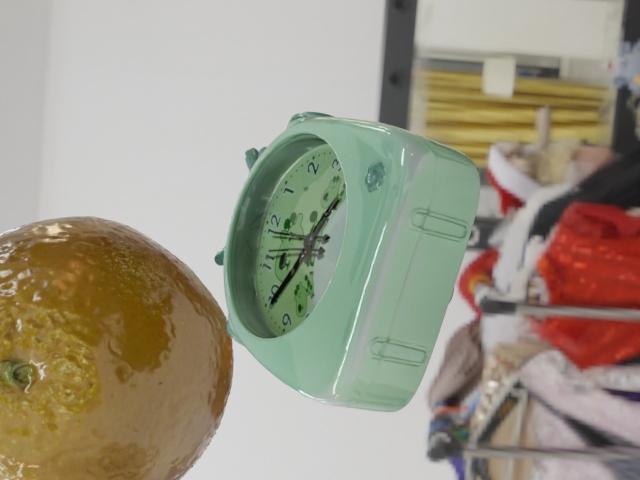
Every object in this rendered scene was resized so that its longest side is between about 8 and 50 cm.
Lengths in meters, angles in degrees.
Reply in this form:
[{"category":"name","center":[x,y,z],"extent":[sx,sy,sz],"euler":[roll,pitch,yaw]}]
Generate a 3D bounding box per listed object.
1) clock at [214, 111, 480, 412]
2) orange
[{"category":"clock","center":[0.000,0.000,0.729],"extent":[0.211,0.066,0.159],"euler":[28,101,56]},{"category":"orange","center":[-0.173,0.089,0.847],"extent":[0.236,0.236,0.236],"euler":[6,-90,-83]}]
